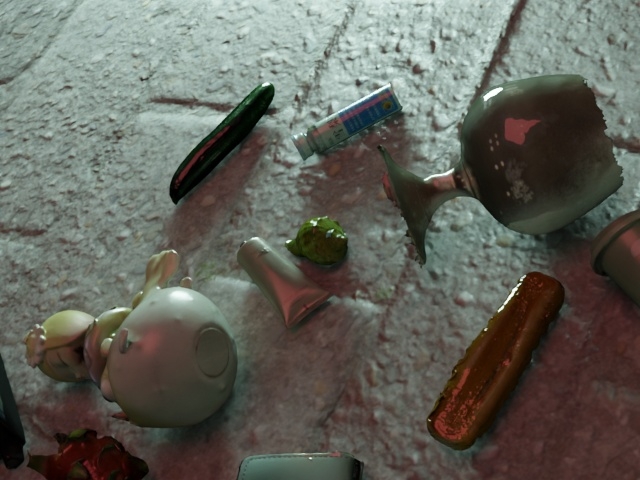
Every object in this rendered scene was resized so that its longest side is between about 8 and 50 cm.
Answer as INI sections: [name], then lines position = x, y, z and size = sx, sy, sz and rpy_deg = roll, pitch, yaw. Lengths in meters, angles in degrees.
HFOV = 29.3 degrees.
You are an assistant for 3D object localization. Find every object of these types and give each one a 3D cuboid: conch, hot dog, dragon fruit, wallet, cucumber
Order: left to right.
[dragon fruit]
position = -0.338, 0.328, 1.747
size = 0.135, 0.137, 0.236
rpy_deg = -50, 48, -2
[cucumber]
position = -0.172, -0.176, 2.141
size = 0.056, 0.056, 0.284
rpy_deg = 26, 68, 39
[wallet]
position = -0.041, 0.397, 1.588
size = 0.176, 0.075, 0.250
rpy_deg = -5, 51, 18
[conch]
position = 0.000, 0.000, 1.915
size = 0.121, 0.074, 0.089
rpy_deg = -6, 17, 44
[hot dog]
position = 0.239, 0.161, 1.654
size = 0.083, 0.068, 0.289
rpy_deg = 31, 64, 16

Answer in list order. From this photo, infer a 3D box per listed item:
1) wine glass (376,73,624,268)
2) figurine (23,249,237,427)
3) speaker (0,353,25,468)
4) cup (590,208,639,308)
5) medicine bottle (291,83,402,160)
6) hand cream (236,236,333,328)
[wine glass]
position = 0.257, -0.105, 1.758
size = 0.323, 0.238, 0.238
rpy_deg = -18, 47, 9
[figurine]
position = -0.294, 0.144, 1.853
size = 0.394, 0.226, 0.274
rpy_deg = -4, 64, 40
[speaker]
position = -0.616, 0.264, 1.904
size = 0.232, 0.184, 0.254
rpy_deg = -31, 45, -1
[cup]
position = 0.437, 0.040, 1.633
size = 0.120, 0.120, 0.141
rpy_deg = -30, 59, 1
[medicine bottle]
position = 0.044, -0.198, 2.054
size = 0.191, 0.051, 0.051
rpy_deg = -27, 46, 1
[hand cream]
position = -0.068, 0.058, 1.902
size = 0.087, 0.054, 0.186
rpy_deg = -37, 53, -12
